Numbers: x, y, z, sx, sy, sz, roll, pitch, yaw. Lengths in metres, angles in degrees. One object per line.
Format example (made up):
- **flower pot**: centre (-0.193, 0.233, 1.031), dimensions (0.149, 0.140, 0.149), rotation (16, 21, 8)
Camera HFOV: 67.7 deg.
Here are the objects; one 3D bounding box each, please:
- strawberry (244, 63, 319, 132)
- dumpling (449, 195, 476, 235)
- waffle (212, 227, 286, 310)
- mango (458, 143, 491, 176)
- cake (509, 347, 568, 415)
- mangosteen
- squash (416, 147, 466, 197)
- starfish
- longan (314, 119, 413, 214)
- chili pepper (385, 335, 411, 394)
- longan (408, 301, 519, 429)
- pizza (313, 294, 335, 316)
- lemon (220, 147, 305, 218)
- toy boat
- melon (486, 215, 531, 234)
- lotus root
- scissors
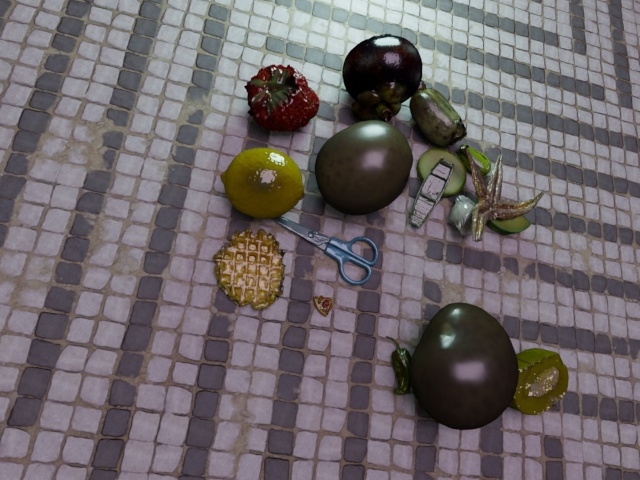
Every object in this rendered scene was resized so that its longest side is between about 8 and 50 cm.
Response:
- **strawberry**: centre (-0.139, -0.522, 1.795), dimensions (0.261, 0.257, 0.260), rotation (-5, 72, 15)
- **dumpling**: centre (0.579, -0.089, 1.889), dimensions (0.127, 0.108, 0.187), rotation (29, 52, -28)
- **waffle**: centre (-0.228, 0.091, 1.635), dimensions (0.262, 0.060, 0.280), rotation (-41, 86, -22)
- **mango**: centre (0.643, -0.337, 2.001), dimensions (0.091, 0.074, 0.165), rotation (-35, 77, -22)
- **cake**: centre (0.756, 0.505, 1.710), dimensions (0.261, 0.156, 0.179), rotation (-18, 94, -14)
- **mangosteen**: centre (0.241, -0.644, 1.878), dimensions (0.330, 0.330, 0.329), rotation (4, 71, -13)
- **squash**: centre (0.499, -0.283, 1.960), dimensions (0.219, 0.041, 0.219), rotation (5, 71, -14)
- **starfish**: centre (0.684, -0.182, 1.860), dimensions (0.398, 0.132, 0.383), rotation (-5, 78, -24)
- **longan**: centre (0.155, -0.256, 1.720), dimensions (0.361, 0.361, 0.360), rotation (4, 71, -13)
- **chili pepper**: centre (0.284, 0.428, 1.653), dimensions (0.073, 0.072, 0.203), rotation (6, 68, -22)
- **longan**: centre (0.467, 0.411, 1.561), dimensions (0.405, 0.336, 0.404), rotation (6, 83, -48)
- **pizza**: centre (0.019, 0.218, 1.677), dimensions (0.078, 0.025, 0.083), rotation (-33, 82, -19)
- **lemon**: centre (-0.195, -0.197, 1.638), dimensions (0.268, 0.267, 0.267), rotation (4, 71, -13)
- **toy boat**: centre (0.428, -0.183, 1.870), dimensions (0.093, 0.055, 0.292), rotation (28, 87, 2)
- **melon**: centre (0.742, -0.085, 1.949), dimensions (0.210, 0.064, 0.118), rotation (35, 68, 1)
- **lotus root**: centre (0.472, -0.526, 1.974), dimensions (0.173, 0.173, 0.309), rotation (-33, 84, -22)
- **scissors**: centre (0.000, 0.000, 1.741), dimensions (0.447, 0.029, 0.192), rotation (27, 67, -5)
